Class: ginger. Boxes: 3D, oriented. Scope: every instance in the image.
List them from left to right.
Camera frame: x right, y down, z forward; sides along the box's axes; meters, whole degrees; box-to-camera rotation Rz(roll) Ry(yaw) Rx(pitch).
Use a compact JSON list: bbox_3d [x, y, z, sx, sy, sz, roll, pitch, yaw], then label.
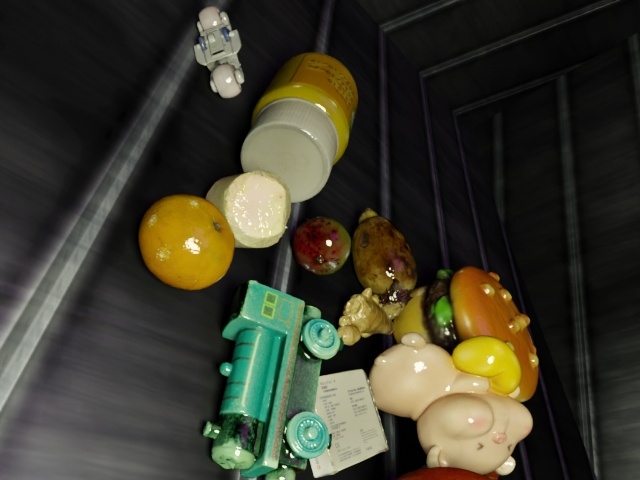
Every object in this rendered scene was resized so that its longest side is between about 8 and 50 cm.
[{"bbox_3d":[0.101,0.169,1.222,0.205,0.081,0.115,3,74,-58],"label":"ginger"}]

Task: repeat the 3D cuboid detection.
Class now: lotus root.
[{"bbox_3d":[0.159,0.042,1.367,0.169,0.141,0.314,27,42,-52],"label":"lotus root"}]

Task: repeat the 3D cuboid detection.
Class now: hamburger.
[{"bbox_3d":[0.402,0.273,1.415,0.396,0.277,0.396,37,37,-34],"label":"hamburger"}]

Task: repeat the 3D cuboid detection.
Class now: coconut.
[{"bbox_3d":[-0.134,-0.056,0.987,0.147,0.152,0.147,1,88,-30],"label":"coconut"}]

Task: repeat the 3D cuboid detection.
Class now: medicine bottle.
[{"bbox_3d":[-0.041,-0.264,1.228,0.224,0.224,0.384,48,31,-22],"label":"medicine bottle"},{"bbox_3d":[0.040,0.333,1.015,0.201,0.052,0.171,8,58,-55],"label":"medicine bottle"}]

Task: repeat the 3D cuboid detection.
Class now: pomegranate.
[{"bbox_3d":[-0.001,-0.004,1.170,0.129,0.129,0.159,28,36,-45],"label":"pomegranate"}]

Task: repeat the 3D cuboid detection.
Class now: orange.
[{"bbox_3d":[-0.203,0.000,0.841,0.156,0.124,0.156,34,40,-35],"label":"orange"}]

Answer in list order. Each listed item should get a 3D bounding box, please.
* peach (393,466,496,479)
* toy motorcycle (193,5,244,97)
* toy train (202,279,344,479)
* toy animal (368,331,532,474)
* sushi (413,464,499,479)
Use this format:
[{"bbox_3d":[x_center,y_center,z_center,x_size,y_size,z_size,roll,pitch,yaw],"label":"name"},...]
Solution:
[{"bbox_3d":[0.219,0.542,0.826,0.388,0.388,0.388,39,36,-35],"label":"peach"},{"bbox_3d":[-0.223,-0.422,1.227,0.112,0.112,0.254,18,49,-51],"label":"toy motorcycle"},{"bbox_3d":[-0.079,0.222,0.852,0.194,0.120,0.298,24,50,-19],"label":"toy train"},{"bbox_3d":[0.275,0.336,1.079,0.345,0.277,0.247,24,40,-17],"label":"toy animal"},{"bbox_3d":[0.303,0.524,1.205,0.332,0.130,0.124,-7,76,-54],"label":"sushi"}]
